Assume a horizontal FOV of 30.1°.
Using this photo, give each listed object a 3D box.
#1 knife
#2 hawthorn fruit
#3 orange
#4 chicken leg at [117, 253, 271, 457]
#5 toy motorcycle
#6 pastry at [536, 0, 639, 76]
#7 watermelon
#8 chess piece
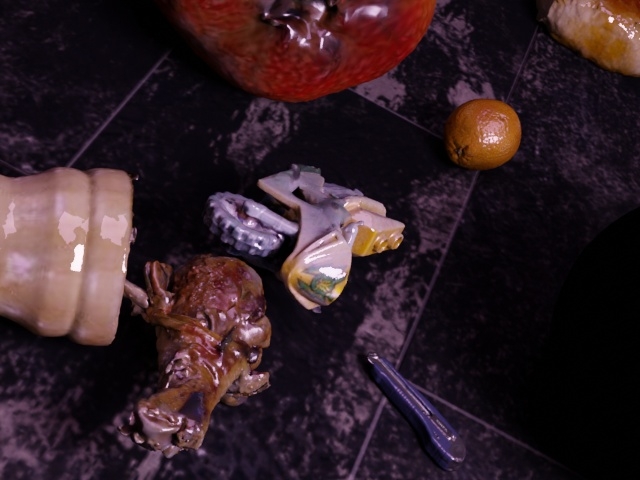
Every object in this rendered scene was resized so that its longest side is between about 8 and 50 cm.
[{"bbox_3d":[0.077,0.139,0.982,0.031,0.018,0.121,-23,61,-42],"label":"knife"},{"bbox_3d":[-0.040,-0.302,1.185,0.285,0.284,0.369,6,25,-22],"label":"hawthorn fruit"},{"bbox_3d":[0.165,-0.108,1.221,0.085,0.085,0.085,14,44,-15],"label":"orange"},{"bbox_3d":[-0.091,0.087,0.887,0.125,0.080,0.196,21,38,-25],"label":"chicken leg"},{"bbox_3d":[0.000,0.000,1.014,0.130,0.094,0.229,35,22,24],"label":"toy motorcycle"},{"bbox_3d":[0.366,-0.289,1.484,0.192,0.093,0.182,36,46,8],"label":"pastry"},{"bbox_3d":[0.327,0.090,0.968,0.285,0.285,0.285,14,44,-15],"label":"watermelon"},{"bbox_3d":[-0.288,-0.007,0.852,0.301,0.137,0.137,9,46,-20],"label":"chess piece"}]
